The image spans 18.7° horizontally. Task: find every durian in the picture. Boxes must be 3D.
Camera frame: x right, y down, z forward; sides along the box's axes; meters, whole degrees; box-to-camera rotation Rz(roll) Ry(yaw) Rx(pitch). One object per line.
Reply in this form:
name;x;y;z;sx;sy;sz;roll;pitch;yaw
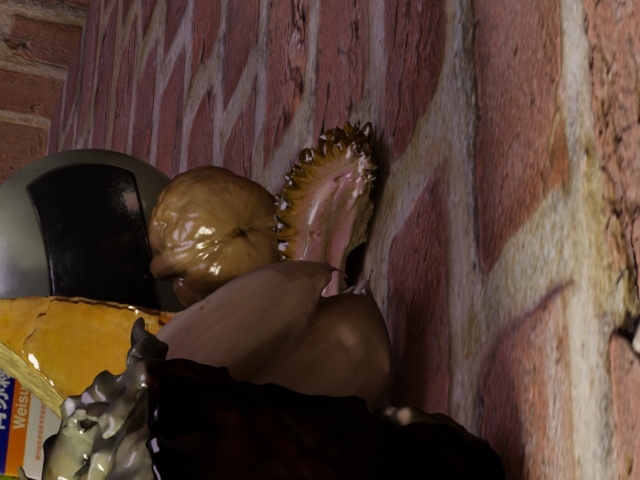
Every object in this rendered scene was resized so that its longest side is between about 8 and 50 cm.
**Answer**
durian;-0.009;-0.001;1.704;0.140;0.078;0.224;-150;71;-75

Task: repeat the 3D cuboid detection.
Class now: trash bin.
trash bin;-0.299;0.061;2.401;0.432;0.280;0.280;135;143;-71

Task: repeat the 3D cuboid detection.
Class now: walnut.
walnut;-0.102;-0.001;1.953;0.166;0.149;0.166;54;159;32

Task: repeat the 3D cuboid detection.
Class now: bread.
bread;-0.200;0.191;1.893;0.248;0.315;0.279;177;93;-77

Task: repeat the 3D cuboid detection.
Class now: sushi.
sushi;-0.044;0.235;1.235;0.299;0.294;0.281;-61;23;27

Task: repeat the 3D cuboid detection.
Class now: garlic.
garlic;-0.052;0.140;1.496;0.210;0.292;0.237;-2;104;53

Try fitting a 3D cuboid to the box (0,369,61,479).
box;-0.265;0.190;2.110;0.106;0.299;0.200;121;155;-57
